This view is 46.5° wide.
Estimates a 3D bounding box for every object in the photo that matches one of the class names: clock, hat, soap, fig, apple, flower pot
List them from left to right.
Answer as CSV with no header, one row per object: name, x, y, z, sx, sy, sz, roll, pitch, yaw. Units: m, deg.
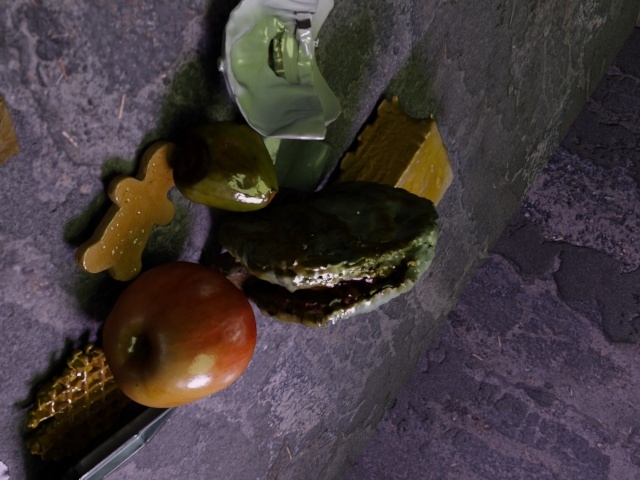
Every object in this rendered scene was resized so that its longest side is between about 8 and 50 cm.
clock,-0.384,0.386,1.370,0.279,0.049,0.273,-35,169,-44
apple,-0.239,0.155,1.247,0.242,0.242,0.241,-68,165,16
fig,-0.143,-0.115,1.190,0.144,0.165,0.154,-51,-171,35
flower pot,-0.079,-0.163,1.364,0.229,0.103,0.108,10,108,-61
hat,-0.058,-0.309,1.243,0.301,0.168,0.258,-53,144,-72
soap,0.174,-0.138,1.787,0.293,0.156,0.335,-57,156,-7

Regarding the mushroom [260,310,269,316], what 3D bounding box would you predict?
mushroom,-0.081,0.120,1.680,0.129,0.073,0.088,-28,140,11

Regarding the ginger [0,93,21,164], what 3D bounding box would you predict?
ginger,-0.447,-0.082,0.767,0.270,0.123,0.219,-47,173,-25

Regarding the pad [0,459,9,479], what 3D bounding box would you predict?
pad,-0.600,0.305,1.026,0.315,0.063,0.375,-47,141,-22

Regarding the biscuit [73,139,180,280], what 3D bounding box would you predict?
biscuit,-0.292,-0.050,1.174,0.240,0.035,0.158,-63,156,-8

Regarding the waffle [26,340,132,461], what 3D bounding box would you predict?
waffle,-0.410,0.278,1.299,0.231,0.051,0.228,-56,154,-8

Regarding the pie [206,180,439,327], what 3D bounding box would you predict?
pie,0.025,-0.007,1.420,0.418,0.395,0.180,-32,122,-36
